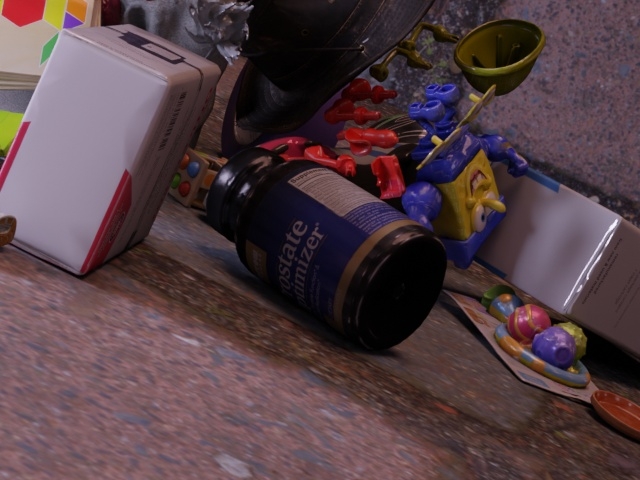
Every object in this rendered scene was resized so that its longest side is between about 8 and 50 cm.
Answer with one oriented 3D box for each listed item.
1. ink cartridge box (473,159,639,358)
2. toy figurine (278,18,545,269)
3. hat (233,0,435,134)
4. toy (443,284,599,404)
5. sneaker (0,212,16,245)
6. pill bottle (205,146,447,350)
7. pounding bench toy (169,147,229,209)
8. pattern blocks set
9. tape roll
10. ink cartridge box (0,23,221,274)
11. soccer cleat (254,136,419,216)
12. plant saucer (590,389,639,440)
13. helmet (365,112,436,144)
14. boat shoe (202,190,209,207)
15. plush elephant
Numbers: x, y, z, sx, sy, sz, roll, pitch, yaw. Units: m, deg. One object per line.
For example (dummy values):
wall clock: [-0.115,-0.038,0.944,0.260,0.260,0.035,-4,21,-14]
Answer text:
ink cartridge box: [0.333,0.042,2.036,0.307,0.129,0.223,28,3,-40]
toy figurine: [0.133,-0.078,1.945,0.191,0.217,0.362,1,31,31]
hat: [-0.016,-0.281,1.977,0.134,0.331,0.331,41,2,-25]
toy: [0.233,0.100,1.855,0.137,0.056,0.237,20,11,-23]
sneaker: [-0.263,-0.011,1.306,0.037,0.032,0.083,15,0,24]
pill bottle: [0.000,0.000,1.608,0.219,0.122,0.123,32,12,36]
pounding bench toy: [-0.130,-0.068,1.838,0.065,0.052,0.083,17,13,-38]
pattern blocks set: [-0.288,-0.207,1.624,0.325,0.285,0.026,14,-23,2]
tape roll: [-0.042,-0.162,2.146,0.080,0.189,0.189,20,11,-26]
ink cartridge box: [-0.176,-0.082,1.454,0.100,0.172,0.237,26,10,2]
soccer cleat: [0.004,-0.051,1.989,0.143,0.116,0.331,-14,-8,43]
plant saucer: [0.304,0.177,1.739,0.083,0.013,0.083,27,15,-8]
helmet: [0.117,-0.081,2.194,0.169,0.161,0.169,25,10,-5]
boat shoe: [-0.006,-0.017,1.797,0.227,0.081,0.079,24,10,-9]
plush elephant: [-0.225,-0.221,1.791,0.255,0.271,0.330,6,0,-14]
